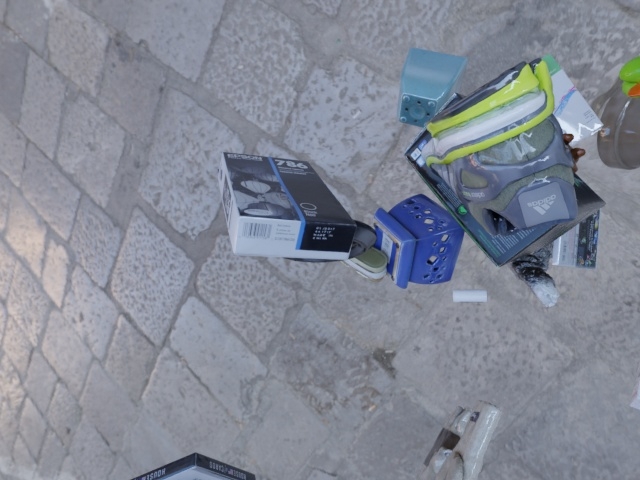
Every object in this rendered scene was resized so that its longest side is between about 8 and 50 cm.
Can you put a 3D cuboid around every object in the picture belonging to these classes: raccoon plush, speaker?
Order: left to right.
[{"bbox_3d":[0.626,0.232,1.704,0.136,0.055,0.055,-3,97,22],"label":"speaker"},{"bbox_3d":[0.825,0.028,1.451,0.299,0.216,0.446,-34,38,15],"label":"raccoon plush"}]

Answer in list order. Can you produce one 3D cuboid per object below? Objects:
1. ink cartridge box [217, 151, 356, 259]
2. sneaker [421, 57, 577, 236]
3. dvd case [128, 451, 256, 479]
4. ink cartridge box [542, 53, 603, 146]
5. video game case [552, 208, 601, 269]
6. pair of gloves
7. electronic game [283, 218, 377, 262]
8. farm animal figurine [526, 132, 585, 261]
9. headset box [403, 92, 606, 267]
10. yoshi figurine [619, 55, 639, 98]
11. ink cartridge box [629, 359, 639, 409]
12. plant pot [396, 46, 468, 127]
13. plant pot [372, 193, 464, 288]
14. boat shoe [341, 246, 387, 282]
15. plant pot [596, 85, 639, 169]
[{"bbox_3d":[-0.076,-0.079,0.667,0.332,0.166,0.065,-123,40,-56],"label":"ink cartridge box"},{"bbox_3d":[0.169,-0.066,0.407,0.111,0.300,0.121,-23,88,20],"label":"sneaker"},{"bbox_3d":[-0.265,0.454,0.732,0.239,0.179,0.029,-27,43,10],"label":"dvd case"},{"bbox_3d":[0.734,-0.424,1.319,0.117,0.201,0.278,-35,88,6],"label":"ink cartridge box"},{"bbox_3d":[0.722,-0.018,1.145,0.022,0.173,0.190,-178,94,-65],"label":"video game case"},{"bbox_3d":[0.165,0.310,0.533,0.042,0.240,0.204,31,72,18],"label":"pair of gloves"},{"bbox_3d":[0.000,0.000,0.828,0.229,0.229,0.048,-13,68,30],"label":"electronic game"},{"bbox_3d":[0.516,-0.152,1.107,0.327,0.172,0.330,28,102,9],"label":"farm animal figurine"},{"bbox_3d":[0.326,-0.107,0.704,0.246,0.283,0.131,56,129,20],"label":"headset box"},{"bbox_3d":[0.742,-0.322,0.699,0.362,0.203,0.203,29,125,55],"label":"yoshi figurine"},{"bbox_3d":[0.739,0.300,0.895,0.063,0.109,0.150,15,69,36],"label":"ink cartridge box"},{"bbox_3d":[0.441,-0.612,1.712,0.248,0.252,0.247,19,149,16],"label":"plant pot"},{"bbox_3d":[0.297,0.008,1.337,0.236,0.212,0.235,-127,31,-48],"label":"plant pot"},{"bbox_3d":[0.092,0.037,1.365,0.302,0.113,0.103,40,151,33],"label":"boat shoe"},{"bbox_3d":[1.187,-0.383,1.386,0.280,0.323,0.323,36,119,58],"label":"plant pot"}]
